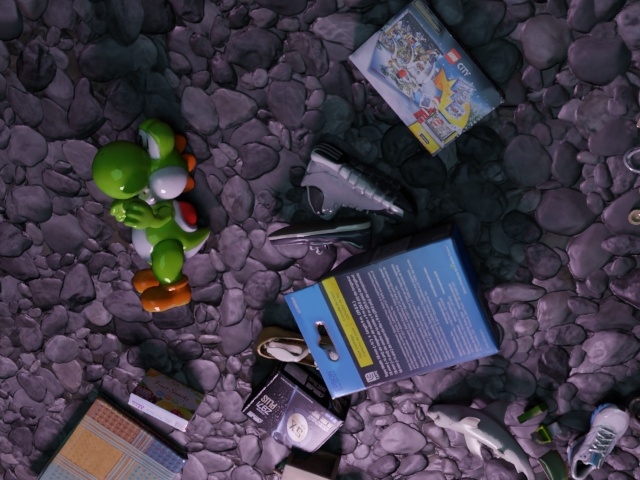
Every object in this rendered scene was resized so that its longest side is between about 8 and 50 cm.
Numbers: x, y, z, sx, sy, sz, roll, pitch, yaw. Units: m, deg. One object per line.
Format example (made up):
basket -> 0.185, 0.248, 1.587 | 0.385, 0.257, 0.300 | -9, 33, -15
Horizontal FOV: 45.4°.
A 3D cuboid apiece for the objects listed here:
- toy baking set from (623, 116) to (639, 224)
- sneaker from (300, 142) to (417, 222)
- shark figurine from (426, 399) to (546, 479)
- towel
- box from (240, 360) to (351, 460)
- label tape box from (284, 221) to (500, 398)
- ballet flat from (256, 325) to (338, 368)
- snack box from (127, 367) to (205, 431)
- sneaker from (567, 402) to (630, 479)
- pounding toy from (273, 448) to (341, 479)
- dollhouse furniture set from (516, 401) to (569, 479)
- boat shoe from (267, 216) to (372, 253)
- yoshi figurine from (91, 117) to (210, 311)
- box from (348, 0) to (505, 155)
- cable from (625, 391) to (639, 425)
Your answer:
toy baking set -> 0.625, -0.101, 1.306 | 0.197, 0.030, 0.256 | -7, 111, 16
sneaker -> 0.063, -0.074, 1.435 | 0.229, 0.086, 0.132 | 35, 121, 9
shark figurine -> 0.367, 0.389, 1.546 | 0.278, 0.116, 0.166 | 36, 150, 6
towel -> -0.515, 0.564, 1.867 | 0.271, 0.040, 0.370 | 36, 114, -4
box -> -0.052, 0.357, 1.641 | 0.180, 0.077, 0.147 | 39, 116, -5
label tape box -> 0.136, 0.134, 1.439 | 0.334, 0.106, 0.240 | -19, 104, 19
ballet flat -> -0.022, 0.236, 1.584 | 0.232, 0.073, 0.080 | 9, 113, 10
snack box -> -0.340, 0.351, 1.696 | 0.141, 0.100, 0.037 | 27, 117, 1
sneaker -> 0.546, 0.400, 1.497 | 0.071, 0.083, 0.190 | 24, 123, 8
pounding toy -> -0.039, 0.518, 1.688 | 0.141, 0.130, 0.100 | 17, 103, 6
dollhouse furniture set -> 0.458, 0.403, 1.520 | 0.058, 0.076, 0.151 | -40, 68, 32
boat shoe -> 0.000, 0.000, 1.479 | 0.206, 0.075, 0.065 | -7, 108, 11
yoshi figurine -> -0.350, -0.051, 1.482 | 0.204, 0.203, 0.362 | 6, 111, 18
box -> 0.185, -0.285, 1.328 | 0.159, 0.044, 0.233 | -38, 100, 25
cable -> 0.676, 0.392, 1.481 | 0.140, 0.072, 0.287 | -9, 111, 23
